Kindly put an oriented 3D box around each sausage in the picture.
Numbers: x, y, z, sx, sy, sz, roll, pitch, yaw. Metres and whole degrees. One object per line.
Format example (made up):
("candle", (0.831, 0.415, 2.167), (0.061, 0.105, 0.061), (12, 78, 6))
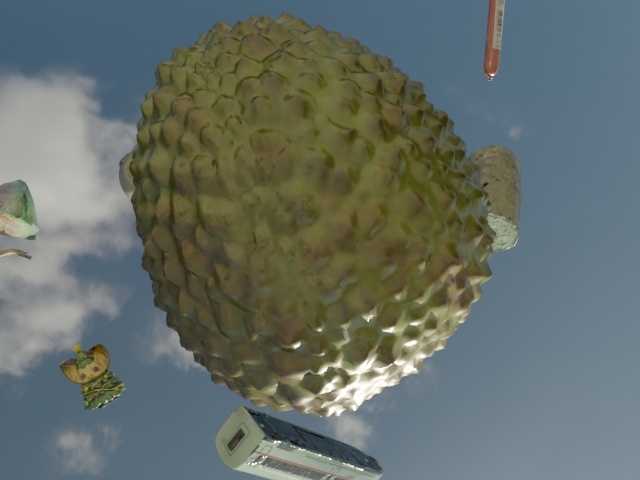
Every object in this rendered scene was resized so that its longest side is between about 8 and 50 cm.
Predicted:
("sausage", (0.334, -0.419, 1.325), (0.029, 0.029, 0.223), (2, -84, -14))

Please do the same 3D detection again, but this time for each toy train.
("toy train", (-0.017, 0.389, 1.218), (0.088, 0.407, 0.086), (-53, -133, 1))

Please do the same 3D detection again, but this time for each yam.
("yam", (0.283, -0.066, 1.156), (0.107, 0.107, 0.194), (21, -139, -3))

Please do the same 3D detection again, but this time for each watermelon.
("watermelon", (-0.419, -0.039, 0.919), (0.094, 0.180, 0.081), (-13, -91, -42))

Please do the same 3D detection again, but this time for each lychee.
("lychee", (-0.006, -0.007, 0.517), (0.320, 0.270, 0.270), (40, -124, -21))

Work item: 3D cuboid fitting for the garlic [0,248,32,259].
("garlic", (-0.461, 0.073, 0.844), (0.257, 0.207, 0.207), (-41, -103, -6))

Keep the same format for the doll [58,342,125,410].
("doll", (-0.382, 0.227, 1.172), (0.078, 0.076, 0.113), (-29, -101, -10))

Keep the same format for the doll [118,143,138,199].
("doll", (-0.210, -0.081, 1.271), (0.215, 0.226, 0.370), (-43, -109, 3))
